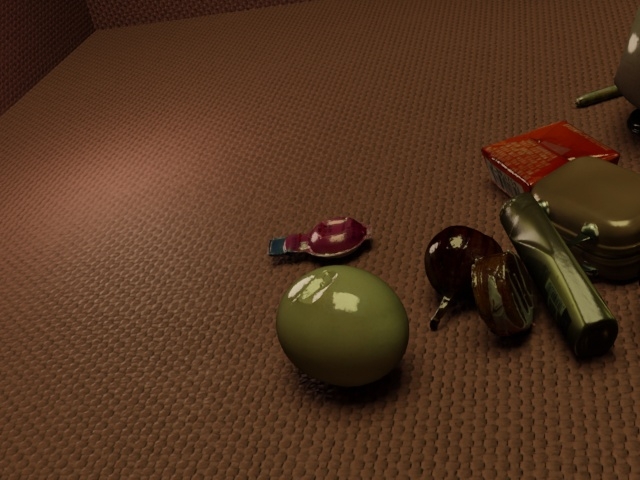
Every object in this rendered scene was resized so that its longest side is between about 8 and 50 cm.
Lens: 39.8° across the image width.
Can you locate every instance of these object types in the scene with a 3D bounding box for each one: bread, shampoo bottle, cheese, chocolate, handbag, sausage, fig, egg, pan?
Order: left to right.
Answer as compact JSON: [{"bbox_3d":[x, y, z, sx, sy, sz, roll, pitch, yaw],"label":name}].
[{"bbox_3d":[0.000,0.000,2.025,0.244,0.062,0.155,-10,30,7],"label":"cheese"},{"bbox_3d":[0.038,0.153,1.610,0.269,0.219,0.219,14,40,37],"label":"egg"},{"bbox_3d":[0.271,0.050,1.751,0.202,0.149,0.148,-30,-9,-49],"label":"fig"},{"bbox_3d":[0.341,0.098,1.641,0.073,0.161,0.160,-16,27,26],"label":"bread"},{"bbox_3d":[0.532,-0.169,2.059,0.234,0.108,0.237,-20,30,-11],"label":"chocolate"},{"bbox_3d":[0.432,0.051,1.647,0.084,0.126,0.350,-17,47,-5],"label":"shampoo bottle"},{"bbox_3d":[0.553,-0.036,1.798,0.283,0.149,0.302,-25,35,-22],"label":"handbag"},{"bbox_3d":[0.812,-0.412,2.417,0.269,0.033,0.033,-18,31,-8],"label":"sausage"},{"bbox_3d":[0.854,-0.334,2.278,0.136,0.028,0.235,-4,32,14],"label":"pan"}]

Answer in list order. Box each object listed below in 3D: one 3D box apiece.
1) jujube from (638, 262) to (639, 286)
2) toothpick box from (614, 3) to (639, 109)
[{"bbox_3d":[0.712,0.028,1.553,0.258,0.258,0.377,13,46,36],"label":"jujube"},{"bbox_3d":[0.937,-0.443,2.064,0.425,0.409,0.409,18,40,15],"label":"toothpick box"}]
